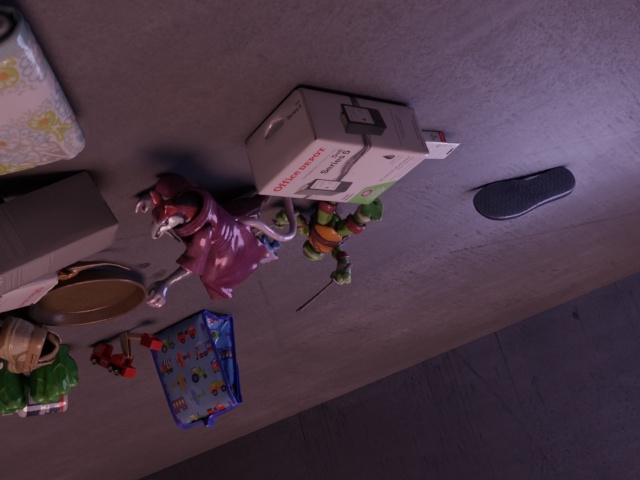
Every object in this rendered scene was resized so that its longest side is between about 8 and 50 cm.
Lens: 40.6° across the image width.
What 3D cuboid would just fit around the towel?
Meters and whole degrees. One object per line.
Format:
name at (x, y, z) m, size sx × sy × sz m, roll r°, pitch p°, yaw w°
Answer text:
towel at (-0.555, -0.180, 1.222) m, size 0.374 × 0.090 × 0.320 m, roll -13°, pitch 161°, yaw -5°

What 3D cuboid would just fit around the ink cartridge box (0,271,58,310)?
ink cartridge box at (-0.666, 0.081, 1.618) m, size 0.283 × 0.117 × 0.207 m, roll -15°, pitch 172°, yaw -36°

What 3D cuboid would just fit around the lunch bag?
lunch bag at (-0.337, 0.375, 2.408) m, size 0.220 × 0.293 × 0.138 m, roll -27°, pitch 155°, yaw 26°

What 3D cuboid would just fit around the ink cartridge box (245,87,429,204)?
ink cartridge box at (0.030, -0.167, 1.600) m, size 0.272 × 0.115 × 0.198 m, roll 2°, pitch 152°, yaw -38°

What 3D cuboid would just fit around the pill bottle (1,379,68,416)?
pill bottle at (-0.835, 0.456, 2.515) m, size 0.180 × 0.108 × 0.108 m, roll -4°, pitch 155°, yaw -27°

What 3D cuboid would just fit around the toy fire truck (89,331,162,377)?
toy fire truck at (-0.532, 0.300, 2.357) m, size 0.192 × 0.135 × 0.047 m, roll 18°, pitch 175°, yaw 30°

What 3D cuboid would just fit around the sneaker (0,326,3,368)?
sneaker at (-0.784, 0.229, 1.980) m, size 0.127 × 0.126 × 0.321 m, roll 7°, pitch 161°, yaw -22°

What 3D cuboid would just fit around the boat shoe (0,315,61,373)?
boat shoe at (-0.678, 0.260, 2.055) m, size 0.110 × 0.122 × 0.341 m, roll 13°, pitch 167°, yaw -5°

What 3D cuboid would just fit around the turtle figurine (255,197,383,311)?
turtle figurine at (0.000, 0.000, 1.859) m, size 0.274 × 0.198 × 0.266 m, roll -13°, pitch 153°, yaw -38°

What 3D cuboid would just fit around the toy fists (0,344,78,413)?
toy fists at (-0.787, 0.384, 2.328) m, size 0.279 × 0.142 × 0.096 m, roll -14°, pitch 158°, yaw -3°

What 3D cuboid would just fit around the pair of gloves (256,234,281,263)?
pair of gloves at (-0.182, 0.041, 2.079) m, size 0.198 × 0.023 × 0.159 m, roll -17°, pitch 158°, yaw 6°

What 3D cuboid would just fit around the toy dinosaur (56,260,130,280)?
toy dinosaur at (-0.530, 0.056, 1.853) m, size 0.211 × 0.064 × 0.112 m, roll -11°, pitch 177°, yaw 12°

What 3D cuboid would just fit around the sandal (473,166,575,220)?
sandal at (0.493, -0.103, 2.090) m, size 0.254 × 0.097 × 0.054 m, roll -14°, pitch 158°, yaw -6°

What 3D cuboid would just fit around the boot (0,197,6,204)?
boot at (-0.679, -0.049, 1.459) m, size 0.228 × 0.091 × 0.263 m, roll -22°, pitch 168°, yaw 13°

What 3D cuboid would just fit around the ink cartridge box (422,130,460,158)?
ink cartridge box at (0.224, -0.196, 1.779) m, size 0.115 × 0.029 × 0.063 m, roll -2°, pitch 154°, yaw -32°

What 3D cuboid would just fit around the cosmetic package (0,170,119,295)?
cosmetic package at (-0.489, -0.013, 1.519) m, size 0.237 × 0.127 × 0.107 m, roll -24°, pitch 165°, yaw -32°

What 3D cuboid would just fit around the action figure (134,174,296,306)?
action figure at (-0.203, -0.013, 1.639) m, size 0.275 × 0.248 × 0.370 m, roll -20°, pitch 160°, yaw 8°

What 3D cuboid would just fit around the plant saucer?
plant saucer at (-0.547, 0.134, 2.031) m, size 0.277 × 0.041 × 0.278 m, roll -14°, pitch 158°, yaw -6°
